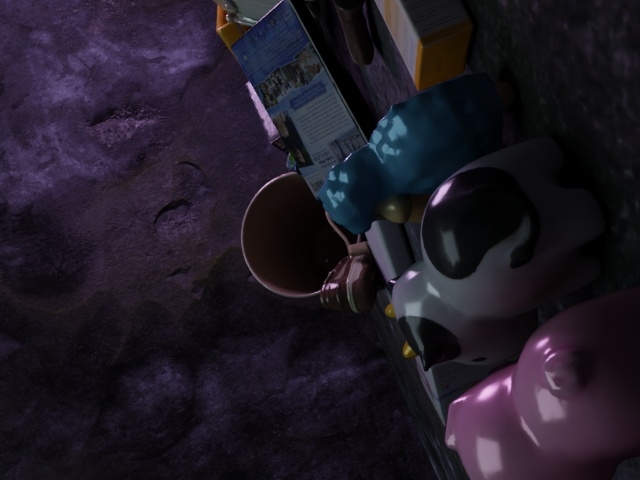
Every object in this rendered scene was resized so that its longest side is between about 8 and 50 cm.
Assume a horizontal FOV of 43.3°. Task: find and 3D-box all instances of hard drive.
[{"bbox_3d":[0.114,0.030,1.294,0.203,0.040,0.308,-115,3,-57],"label":"hard drive"}]

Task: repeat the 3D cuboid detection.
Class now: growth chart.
[{"bbox_3d":[-0.080,-0.341,1.086,0.237,0.171,0.021,61,-133,-71],"label":"growth chart"}]

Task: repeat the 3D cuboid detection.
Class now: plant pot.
[{"bbox_3d":[0.000,0.000,1.740,0.257,0.256,0.274,67,-166,13],"label":"plant pot"}]

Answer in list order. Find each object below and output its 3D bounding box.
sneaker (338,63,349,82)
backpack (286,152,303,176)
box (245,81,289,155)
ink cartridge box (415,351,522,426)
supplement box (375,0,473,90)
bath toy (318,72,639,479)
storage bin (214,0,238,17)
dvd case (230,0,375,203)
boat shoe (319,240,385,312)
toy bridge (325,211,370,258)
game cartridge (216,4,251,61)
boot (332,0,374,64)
[{"bbox_3d":[-0.015,-0.214,1.198,0.270,0.090,0.145,-120,14,-54],"label":"sneaker"},{"bbox_3d":[-0.006,-0.158,1.480,0.114,0.084,0.105,25,-100,-68],"label":"backpack"},{"bbox_3d":[-0.075,-0.283,1.833,0.147,0.077,0.180,27,-145,-56],"label":"box"},{"bbox_3d":[0.134,0.106,0.725,0.122,0.088,0.052,69,175,-53],"label":"ink cartridge box"},{"bbox_3d":[0.060,-0.155,0.514,0.062,0.036,0.098,72,175,-75],"label":"supplement box"},{"bbox_3d":[0.109,0.075,0.415,0.151,0.129,0.348,70,177,-54],"label":"bath toy"},{"bbox_3d":[-0.190,-0.488,1.185,0.262,0.123,0.260,42,172,14],"label":"storage bin"},{"bbox_3d":[-0.014,-0.176,1.054,0.180,0.022,0.253,-17,105,59],"label":"dvd case"},{"bbox_3d":[0.058,0.060,1.436,0.257,0.095,0.095,-37,-64,-71],"label":"boat shoe"},{"bbox_3d":[0.041,-0.055,1.414,0.026,0.063,0.188,50,-151,-64],"label":"toy bridge"},{"bbox_3d":[-0.095,-0.332,1.598,0.324,0.052,0.285,56,-168,-28],"label":"game cartridge"},{"bbox_3d":[0.034,-0.202,0.760,0.114,0.037,0.106,74,-172,-46],"label":"boot"}]
